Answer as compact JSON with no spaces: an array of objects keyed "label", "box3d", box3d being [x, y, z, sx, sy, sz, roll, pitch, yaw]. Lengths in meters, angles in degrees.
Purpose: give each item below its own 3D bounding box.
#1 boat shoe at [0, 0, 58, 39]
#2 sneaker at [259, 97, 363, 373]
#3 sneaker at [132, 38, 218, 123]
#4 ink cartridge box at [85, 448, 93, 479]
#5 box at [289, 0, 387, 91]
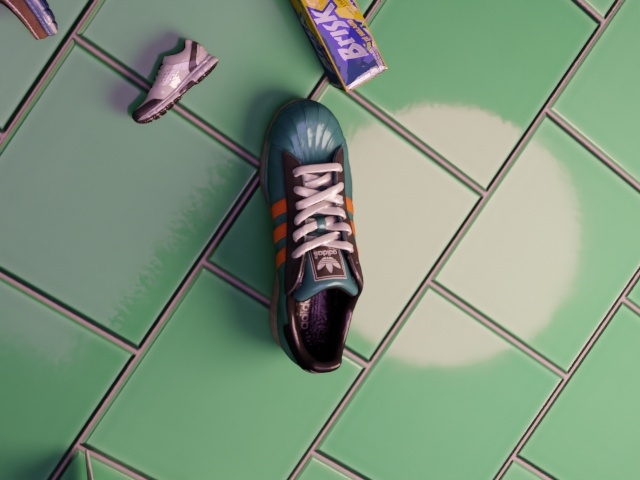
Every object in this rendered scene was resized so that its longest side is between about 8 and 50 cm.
[{"label":"boat shoe","box3d":[-0.329,-0.259,0.979,0.066,0.066,0.183,-39,102,-1]},{"label":"sneaker","box3d":[0.000,0.000,1.115,0.108,0.121,0.302,-6,105,-17]},{"label":"sneaker","box3d":[-0.159,-0.166,1.071,0.109,0.040,0.044,-44,96,-7]},{"label":"ink cartridge box","box3d":[-0.173,0.413,1.113,0.119,0.207,0.354,-8,106,-15]},{"label":"box","box3d":[0.006,-0.246,1.089,0.054,0.059,0.169,-31,110,-6]}]
